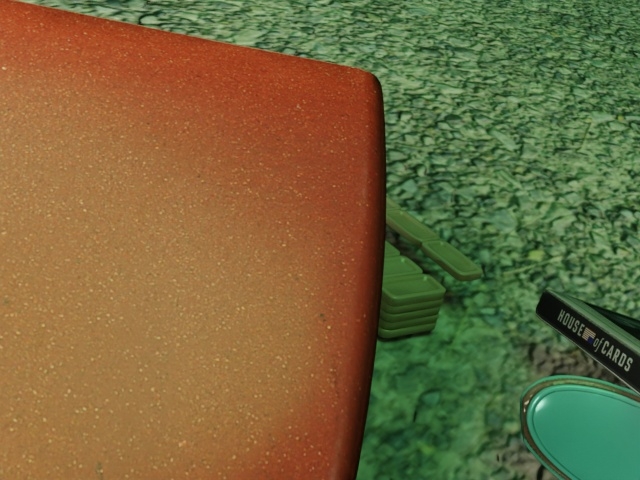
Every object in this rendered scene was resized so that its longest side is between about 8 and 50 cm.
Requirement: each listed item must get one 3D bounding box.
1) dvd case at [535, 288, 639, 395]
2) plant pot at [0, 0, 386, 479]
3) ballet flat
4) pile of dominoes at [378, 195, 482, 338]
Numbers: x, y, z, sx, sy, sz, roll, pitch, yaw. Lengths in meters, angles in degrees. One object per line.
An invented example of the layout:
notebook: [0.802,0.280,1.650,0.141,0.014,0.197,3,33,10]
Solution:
dvd case: [0.307,0.109,0.751,0.238,0.030,0.179,18,10,-18]
plant pot: [-0.117,0.072,0.461,0.267,0.267,0.236,8,46,-19]
ballet flat: [0.253,0.158,0.701,0.247,0.083,0.087,21,7,1]
pile of dominoes: [0.000,0.000,0.847,0.196,0.040,0.251,-6,32,-35]
